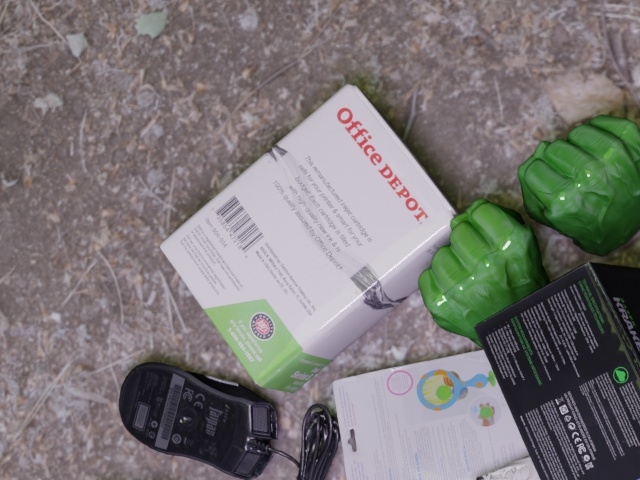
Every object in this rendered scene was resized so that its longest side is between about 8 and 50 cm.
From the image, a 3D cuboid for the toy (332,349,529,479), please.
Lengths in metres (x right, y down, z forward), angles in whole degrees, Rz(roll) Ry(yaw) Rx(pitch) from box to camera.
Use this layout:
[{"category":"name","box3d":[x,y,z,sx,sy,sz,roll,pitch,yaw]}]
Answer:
[{"category":"toy","box3d":[0.141,0.190,1.584,0.237,0.056,0.137,-14,62,10]}]

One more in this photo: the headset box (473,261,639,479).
[{"category":"headset box","box3d":[0.301,0.161,1.424,0.131,0.283,0.246,-32,69,28]}]

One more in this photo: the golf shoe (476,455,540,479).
[{"category":"golf shoe","box3d":[0.190,0.249,1.498,0.186,0.086,0.067,-55,24,37]}]

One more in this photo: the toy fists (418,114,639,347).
[{"category":"toy fists","box3d":[0.216,-0.014,1.542,0.279,0.142,0.096,-40,59,3]}]

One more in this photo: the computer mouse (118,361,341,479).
[{"category":"computer mouse","box3d":[-0.101,0.238,1.669,0.262,0.060,0.184,12,97,22]}]

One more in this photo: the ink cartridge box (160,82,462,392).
[{"category":"ink cartridge box","box3d":[0.000,0.000,1.642,0.273,0.115,0.198,-40,70,8]}]
